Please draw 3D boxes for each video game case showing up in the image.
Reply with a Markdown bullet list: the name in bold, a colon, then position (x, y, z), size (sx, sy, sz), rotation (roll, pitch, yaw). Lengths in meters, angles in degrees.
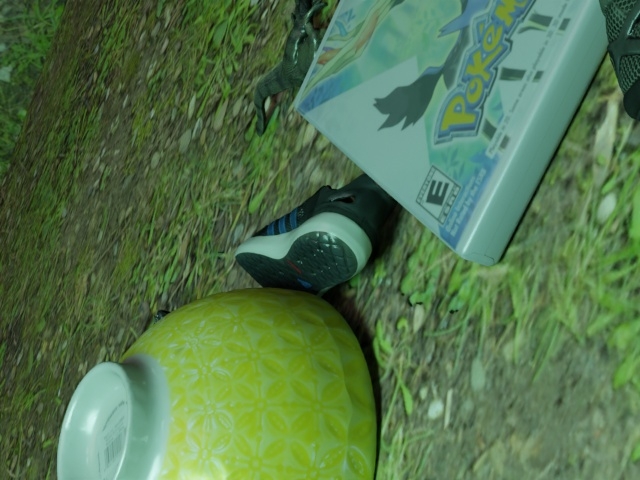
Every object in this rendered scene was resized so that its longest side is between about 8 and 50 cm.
- **video game case**: position (0.111, -0.189, 0.896), size (0.329, 0.036, 0.300), rotation (-65, 32, 15)

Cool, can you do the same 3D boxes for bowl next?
- **bowl**: position (-0.106, 0.162, 0.960), size (0.289, 0.156, 0.289), rotation (-29, 52, 47)

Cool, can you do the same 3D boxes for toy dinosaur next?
- **toy dinosaur**: position (-0.011, -0.185, 1.162), size (0.268, 0.064, 0.118), rotation (159, 118, -63)

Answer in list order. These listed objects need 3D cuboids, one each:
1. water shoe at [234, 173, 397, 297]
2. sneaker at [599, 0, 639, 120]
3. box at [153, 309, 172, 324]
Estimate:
- **water shoe**: position (0.000, 0.000, 1.025), size (0.080, 0.073, 0.203), rotation (-51, 15, -22)
- **sneaker**: position (0.226, -0.110, 0.592), size (0.227, 0.087, 0.130), rotation (-25, 62, 52)
- **box**: position (-0.142, 0.176, 1.204), size (0.191, 0.045, 0.184), rotation (24, 98, 64)
